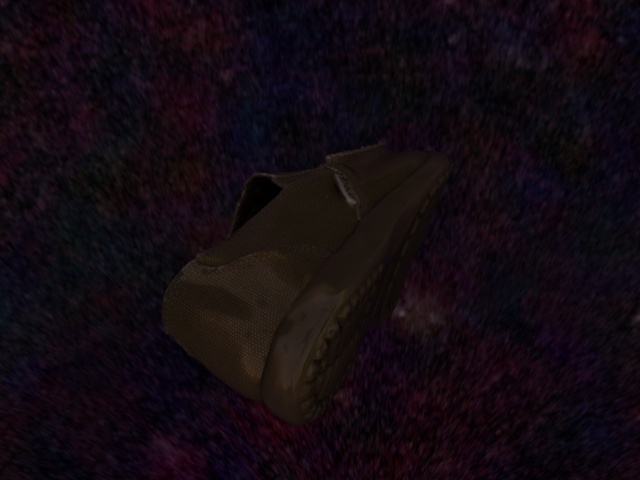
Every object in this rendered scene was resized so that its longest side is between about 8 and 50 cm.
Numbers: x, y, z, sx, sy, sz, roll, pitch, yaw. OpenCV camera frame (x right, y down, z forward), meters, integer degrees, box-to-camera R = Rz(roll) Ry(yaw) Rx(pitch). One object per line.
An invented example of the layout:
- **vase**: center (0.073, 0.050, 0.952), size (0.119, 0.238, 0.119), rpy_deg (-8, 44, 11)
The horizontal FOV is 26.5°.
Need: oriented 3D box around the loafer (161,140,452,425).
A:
- **loafer**: center (0.000, 0.000, 0.385), size (0.050, 0.148, 0.056), rpy_deg (24, 110, 8)
